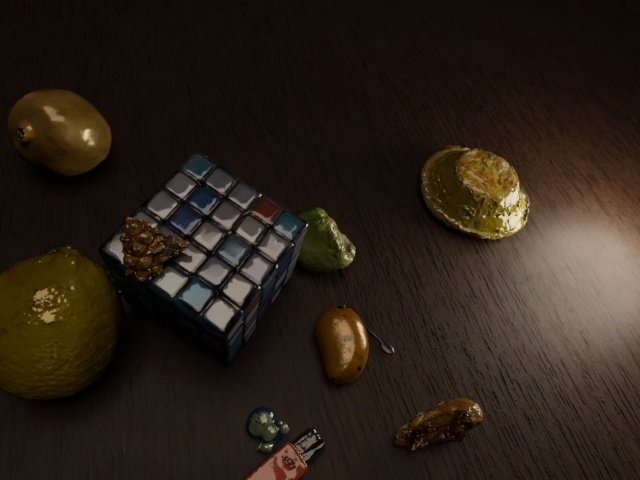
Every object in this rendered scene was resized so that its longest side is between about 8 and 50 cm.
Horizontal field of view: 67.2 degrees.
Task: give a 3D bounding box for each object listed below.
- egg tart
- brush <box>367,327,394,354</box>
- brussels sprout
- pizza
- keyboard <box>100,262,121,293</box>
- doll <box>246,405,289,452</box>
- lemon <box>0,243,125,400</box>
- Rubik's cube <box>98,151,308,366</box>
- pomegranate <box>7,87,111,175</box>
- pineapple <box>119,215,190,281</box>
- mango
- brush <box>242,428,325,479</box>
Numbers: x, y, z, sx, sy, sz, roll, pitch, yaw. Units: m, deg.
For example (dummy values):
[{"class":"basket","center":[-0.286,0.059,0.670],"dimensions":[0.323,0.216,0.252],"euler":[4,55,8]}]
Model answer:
[{"class":"egg tart","center":[0.456,-0.158,1.391],"dimensions":[0.340,0.132,0.342],"euler":[5,56,-7]},{"class":"brush","center":[0.141,0.238,1.141],"dimensions":[0.024,0.008,0.083],"euler":[-37,68,-27]},{"class":"brussels sprout","center":[-0.007,0.003,1.203],"dimensions":[0.183,0.145,0.131],"euler":[55,25,-20]},{"class":"pizza","center":[0.246,0.392,1.003],"dimensions":[0.193,0.154,0.069],"euler":[-25,80,0]},{"class":"keyboard","center":[-0.433,0.044,1.170],"dimensions":[0.381,0.041,0.103],"euler":[-37,69,-22]},{"class":"doll","center":[-0.114,0.382,0.977],"dimensions":[0.083,0.050,0.076],"euler":[39,77,15]},{"class":"lemon","center":[-0.509,0.158,0.924],"dimensions":[0.253,0.311,0.253],"euler":[16,13,-4]},{"class":"Rubik's cube","center":[-0.230,0.048,1.013],"dimensions":[0.291,0.287,0.293],"euler":[31,63,4]},{"class":"pomegranate","center":[-0.667,-0.274,1.236],"dimensions":[0.232,0.233,0.233],"euler":[4,55,-6]},{"class":"pineapple","center":[-0.285,0.013,0.833],"dimensions":[0.113,0.077,0.115],"euler":[-1,99,-21]},{"class":"mango","center":[0.051,0.231,1.084],"dimensions":[0.114,0.090,0.178],"euler":[-14,62,-6]},{"class":"brush","center":[-0.124,0.475,0.915],"dimensions":[0.323,0.051,0.070],"euler":[-29,71,-29]}]
